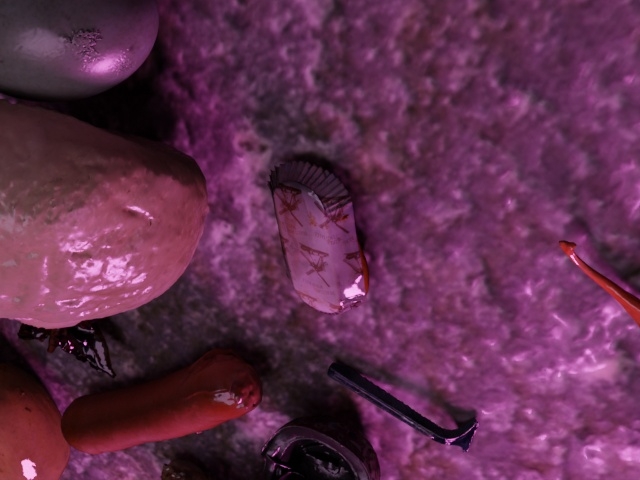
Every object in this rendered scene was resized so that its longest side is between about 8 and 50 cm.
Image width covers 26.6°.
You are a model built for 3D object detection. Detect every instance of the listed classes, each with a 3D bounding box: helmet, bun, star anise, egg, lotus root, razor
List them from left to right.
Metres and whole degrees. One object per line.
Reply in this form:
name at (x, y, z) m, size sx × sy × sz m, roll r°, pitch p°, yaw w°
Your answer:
lotus root at (-0.482, 0.260, 1.987) m, size 0.182 × 0.183 × 0.310 m, roll 5°, pitch 131°, yaw 33°
bun at (-0.302, -0.027, 1.419) m, size 0.352 × 0.227 × 0.349 m, roll 13°, pitch -179°, yaw -29°
egg at (-0.265, -0.219, 1.318) m, size 0.236 × 0.169 × 0.169 m, roll 2°, pitch 131°, yaw 31°
star anise at (-0.332, 0.119, 1.817) m, size 0.212 × 0.053 × 0.157 m, roll -18°, pitch 117°, yaw 44°
helmet at (0.010, 0.286, 1.699) m, size 0.153 × 0.107 × 0.177 m, roll 26°, pitch 122°, yaw 16°
razor at (0.092, 0.195, 1.596) m, size 0.190 × 0.033 × 0.066 m, roll 27°, pitch 141°, yaw 12°

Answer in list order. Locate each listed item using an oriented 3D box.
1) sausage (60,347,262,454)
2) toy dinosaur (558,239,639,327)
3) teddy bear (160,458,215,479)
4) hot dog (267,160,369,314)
sausage at (-0.215, 0.222, 1.810) m, size 0.094 × 0.094 × 0.419 m, roll 22°, pitch 152°, yaw -34°
toy dinosaur at (0.335, 0.090, 1.284) m, size 0.279 × 0.055 × 0.101 m, roll 47°, pitch 163°, yaw -18°
teddy bear at (-0.111, 0.423, 1.891) m, size 0.267 × 0.156 × 0.256 m, roll 49°, pitch 139°, yaw -14°
hot dog at (0.000, 0.000, 1.441) m, size 0.108 × 0.059 × 0.191 m, roll 14°, pitch 136°, yaw 28°
